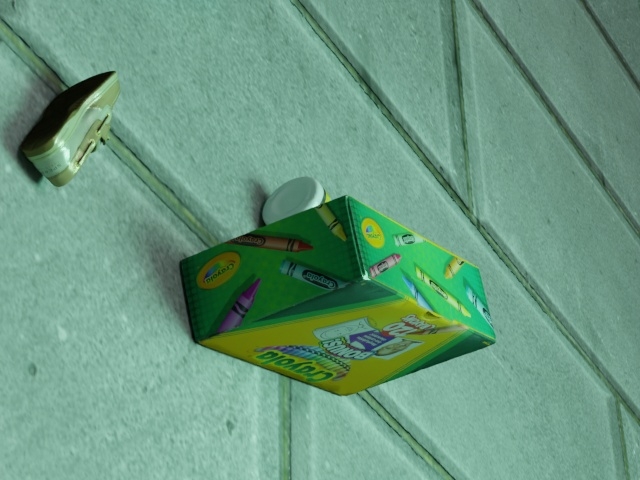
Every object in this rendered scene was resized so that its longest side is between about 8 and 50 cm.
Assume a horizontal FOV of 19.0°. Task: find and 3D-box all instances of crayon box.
[{"bbox_3d":[0.022,0.055,1.688,0.278,0.165,0.081,26,47,-58],"label":"crayon box"}]

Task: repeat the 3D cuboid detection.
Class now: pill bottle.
[{"bbox_3d":[0.000,0.000,1.818,0.116,0.065,0.065,52,27,-33],"label":"pill bottle"}]

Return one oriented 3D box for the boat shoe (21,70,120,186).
[{"bbox_3d":[-0.189,-0.087,1.493,0.045,0.050,0.135,63,33,-22],"label":"boat shoe"}]
